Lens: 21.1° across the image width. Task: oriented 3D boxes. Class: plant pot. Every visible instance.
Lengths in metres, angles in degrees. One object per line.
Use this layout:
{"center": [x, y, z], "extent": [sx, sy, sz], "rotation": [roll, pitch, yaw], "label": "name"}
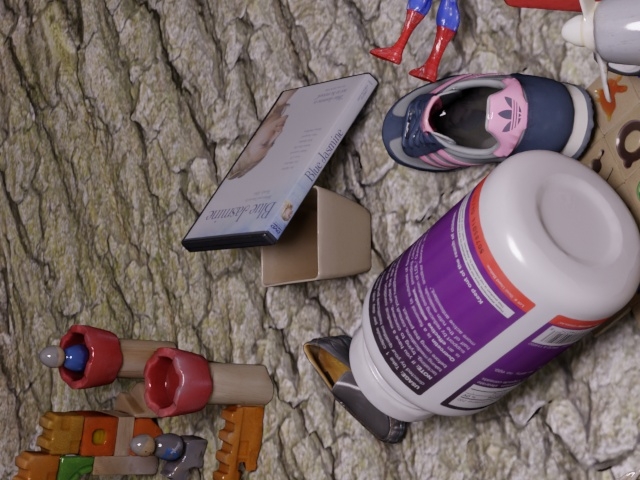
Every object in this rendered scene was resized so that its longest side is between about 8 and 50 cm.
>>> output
{"center": [0.000, 0.000, 2.025], "extent": [0.109, 0.096, 0.109], "rotation": [-9, 78, 50], "label": "plant pot"}

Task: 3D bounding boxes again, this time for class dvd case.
{"center": [-0.050, -0.092, 2.043], "extent": [0.180, 0.022, 0.253], "rotation": [-5, 47, 53], "label": "dvd case"}

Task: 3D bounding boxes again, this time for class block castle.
{"center": [-0.245, 0.344, 2.197], "extent": [0.303, 0.213, 0.453], "rotation": [10, 94, 51], "label": "block castle"}

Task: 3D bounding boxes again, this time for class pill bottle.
{"center": [0.163, 0.060, 1.735], "extent": [0.323, 0.182, 0.181], "rotation": [-44, 53, 46], "label": "pill bottle"}

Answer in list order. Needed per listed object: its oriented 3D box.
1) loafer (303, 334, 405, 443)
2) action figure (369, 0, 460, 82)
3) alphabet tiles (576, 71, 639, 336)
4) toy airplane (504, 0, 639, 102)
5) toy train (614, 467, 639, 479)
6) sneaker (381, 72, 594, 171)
{"center": [0.037, 0.173, 1.986], "extent": [0.170, 0.061, 0.062], "rotation": [47, 120, 42], "label": "loafer"}
{"center": [0.124, -0.324, 1.897], "extent": [0.139, 0.091, 0.280], "rotation": [26, 92, 55], "label": "action figure"}
{"center": [0.346, -0.068, 1.671], "extent": [0.342, 0.011, 0.285], "rotation": [-46, 51, 38], "label": "alphabet tiles"}
{"center": [0.335, -0.304, 1.500], "extent": [0.384, 0.272, 0.386], "rotation": [-47, 34, 12], "label": "toy airplane"}
{"center": [0.367, 0.245, 1.548], "extent": [0.248, 0.105, 0.143], "rotation": [-38, 71, 42], "label": "toy train"}
{"center": [0.140, -0.133, 1.835], "extent": [0.319, 0.131, 0.112], "rotation": [-4, 83, 56], "label": "sneaker"}
